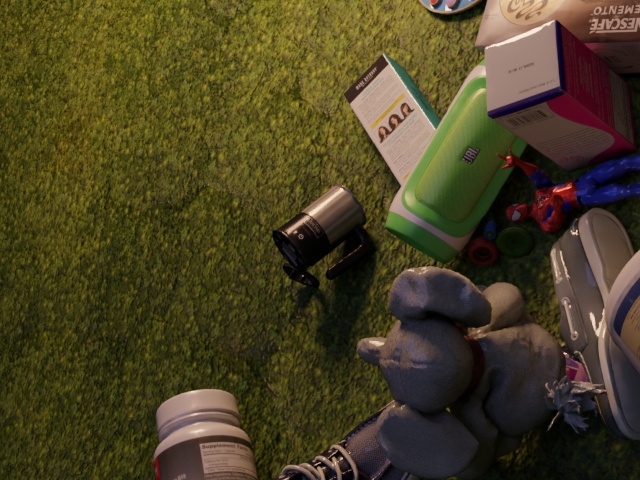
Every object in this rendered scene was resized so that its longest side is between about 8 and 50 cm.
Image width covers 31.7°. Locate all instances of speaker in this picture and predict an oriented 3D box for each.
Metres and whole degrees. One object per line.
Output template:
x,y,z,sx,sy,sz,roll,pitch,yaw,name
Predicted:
0.216,-0.118,1.658,0.131,0.131,0.296,29,88,45,speaker

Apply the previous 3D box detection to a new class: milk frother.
0.000,0.000,1.851,0.135,0.129,0.143,-37,8,-20,milk frother

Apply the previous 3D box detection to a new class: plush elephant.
0.166,0.166,1.444,0.330,0.255,0.272,177,109,-70,plush elephant

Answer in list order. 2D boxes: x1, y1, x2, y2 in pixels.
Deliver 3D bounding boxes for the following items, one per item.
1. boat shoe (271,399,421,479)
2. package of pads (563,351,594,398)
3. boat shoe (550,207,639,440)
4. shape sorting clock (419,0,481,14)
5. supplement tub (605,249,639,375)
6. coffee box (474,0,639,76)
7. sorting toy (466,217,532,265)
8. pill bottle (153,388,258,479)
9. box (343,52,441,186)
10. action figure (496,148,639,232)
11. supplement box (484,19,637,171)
0.018,0.353,1.634,0.340,0.158,0.127,-54,46,12,boat shoe
0.334,0.176,1.507,0.083,0.032,0.050,15,79,44,package of pads
0.365,0.116,1.463,0.099,0.116,0.319,-37,47,45,boat shoe
0.232,-0.473,1.866,0.206,0.040,0.206,-18,61,37,shape sorting clock
0.487,0.141,1.243,0.228,0.228,0.316,-46,48,19,supplement tub
0.389,-0.329,1.606,0.297,0.119,0.168,9,78,44,coffee box
0.260,-0.003,1.644,0.102,0.061,0.042,-20,26,28,sorting toy
-0.179,0.394,1.796,0.161,0.161,0.283,-34,53,28,pill bottle
0.133,-0.187,1.823,0.100,0.060,0.244,-44,49,20,box
0.355,-0.084,1.529,0.280,0.139,0.091,-22,58,38,action figure
0.329,-0.190,1.533,0.111,0.220,0.114,-17,61,36,supplement box
